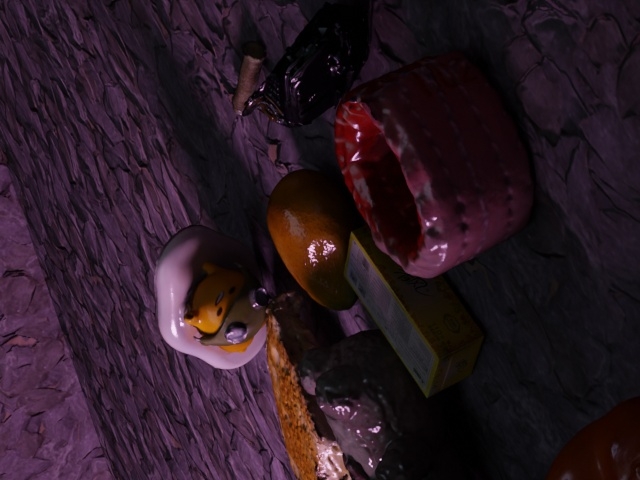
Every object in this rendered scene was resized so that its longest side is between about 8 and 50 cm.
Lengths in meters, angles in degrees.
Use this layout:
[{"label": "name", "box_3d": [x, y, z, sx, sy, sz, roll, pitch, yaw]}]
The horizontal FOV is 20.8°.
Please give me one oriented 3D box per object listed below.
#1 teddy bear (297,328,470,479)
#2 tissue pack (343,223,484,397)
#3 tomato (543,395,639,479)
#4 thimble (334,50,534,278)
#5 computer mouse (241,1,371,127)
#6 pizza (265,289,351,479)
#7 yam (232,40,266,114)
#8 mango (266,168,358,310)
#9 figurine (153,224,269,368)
[{"label": "teddy bear", "box_3d": [0.078, 0.229, 1.949, 0.236, 0.151, 0.267, -131, 25, -72]}, {"label": "tissue pack", "box_3d": [0.098, 0.067, 1.851, 0.176, 0.062, 0.095, 55, 158, 25]}, {"label": "tomato", "box_3d": [0.293, 0.247, 1.384, 0.259, 0.180, 0.260, -6, 81, 43]}, {"label": "thimble", "box_3d": [0.102, -0.069, 1.610, 0.163, 0.125, 0.190, -4, 109, 67]}, {"label": "computer mouse", "box_3d": [-0.004, -0.171, 1.765, 0.077, 0.146, 0.241, 37, 167, -3]}, {"label": "pizza", "box_3d": [0.001, 0.220, 2.204, 0.223, 0.089, 0.323, -126, 21, -46]}, {"label": "yam", "box_3d": [-0.089, -0.192, 2.065, 0.033, 0.027, 0.129, 24, 151, -1]}, {"label": "mango", "box_3d": [-0.005, -0.003, 1.993, 0.115, 0.089, 0.165, 20, 135, 49]}, {"label": "figurine", "box_3d": [-0.100, 0.097, 2.255, 0.141, 0.167, 0.250, 25, 165, 40]}]
